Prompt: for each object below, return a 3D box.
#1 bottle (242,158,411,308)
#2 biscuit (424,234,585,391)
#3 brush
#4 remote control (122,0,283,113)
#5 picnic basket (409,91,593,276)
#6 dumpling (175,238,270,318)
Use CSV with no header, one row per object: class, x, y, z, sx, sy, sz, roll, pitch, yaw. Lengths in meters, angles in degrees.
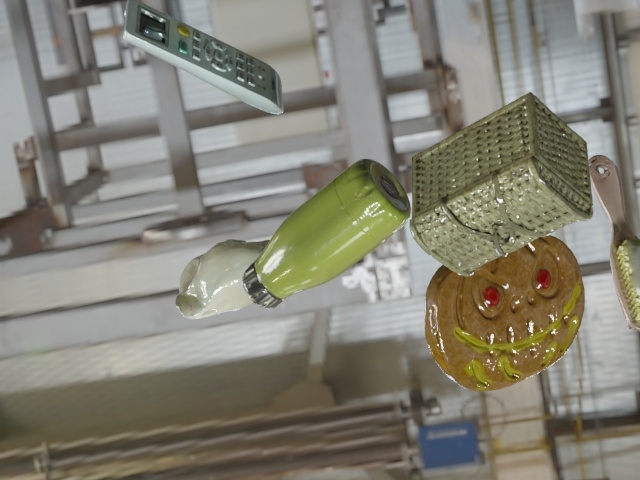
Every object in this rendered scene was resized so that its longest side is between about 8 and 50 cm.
bottle,0.000,0.000,1.614,0.260,0.112,0.112,-38,178,24
biscuit,0.376,0.121,2.323,0.394,0.350,0.070,-24,-162,-28
brush,0.498,-0.007,1.879,0.072,0.313,0.067,-7,158,-9
remote control,-0.186,-0.288,1.861,0.051,0.293,0.103,-47,-149,32
picnic basket,0.227,-0.060,1.469,0.196,0.134,0.154,-28,-137,33
dumpling,-0.156,0.052,2.033,0.228,0.124,0.151,-26,-150,-7
